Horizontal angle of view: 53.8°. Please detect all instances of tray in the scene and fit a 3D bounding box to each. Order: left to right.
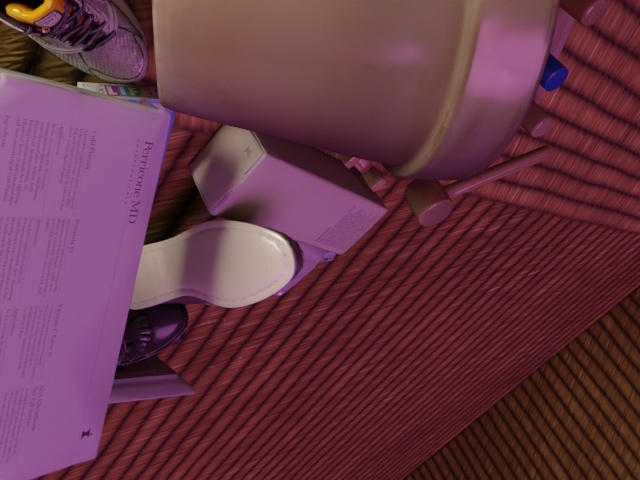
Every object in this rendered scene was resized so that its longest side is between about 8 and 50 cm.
[{"bbox_3d":[-0.344,0.213,0.989,0.270,0.145,0.030,5,101,-42],"label":"tray"}]

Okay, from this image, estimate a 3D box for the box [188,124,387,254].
[{"bbox_3d":[-0.035,-0.069,0.870,0.113,0.094,0.275,-44,145,19],"label":"box"}]

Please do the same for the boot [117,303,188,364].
[{"bbox_3d":[-0.282,0.142,0.828,0.262,0.091,0.229,-17,-177,-23],"label":"boot"}]

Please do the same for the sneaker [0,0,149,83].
[{"bbox_3d":[-0.233,-0.197,0.537,0.088,0.093,0.225,-38,147,12],"label":"sneaker"}]

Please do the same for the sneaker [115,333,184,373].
[{"bbox_3d":[-0.304,0.169,0.991,0.188,0.078,0.067,-7,141,-33],"label":"sneaker"}]

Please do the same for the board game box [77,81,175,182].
[{"bbox_3d":[-0.230,-0.107,0.723,0.103,0.026,0.154,-6,140,-34],"label":"board game box"}]

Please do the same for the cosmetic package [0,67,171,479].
[{"bbox_3d":[-0.298,0.041,0.545,0.284,0.097,0.377,2,105,-56],"label":"cosmetic package"}]

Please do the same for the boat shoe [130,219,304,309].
[{"bbox_3d":[-0.141,0.033,0.827,0.305,0.109,0.091,-9,180,33],"label":"boat shoe"}]

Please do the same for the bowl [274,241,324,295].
[{"bbox_3d":[-0.072,0.032,0.996,0.142,0.053,0.142,-39,137,21],"label":"bowl"}]

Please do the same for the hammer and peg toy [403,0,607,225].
[{"bbox_3d":[0.215,-0.198,0.866,0.265,0.127,0.361,-21,146,-19],"label":"hammer and peg toy"}]

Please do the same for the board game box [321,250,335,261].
[{"bbox_3d":[0.000,0.000,1.060,0.090,0.020,0.090,-2,138,-37],"label":"board game box"}]

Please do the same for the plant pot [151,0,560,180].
[{"bbox_3d":[-0.001,-0.211,0.548,0.280,0.323,0.323,-2,140,-13],"label":"plant pot"}]

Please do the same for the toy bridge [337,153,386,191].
[{"bbox_3d":[0.033,-0.129,0.870,0.026,0.063,0.188,-38,146,12],"label":"toy bridge"}]
